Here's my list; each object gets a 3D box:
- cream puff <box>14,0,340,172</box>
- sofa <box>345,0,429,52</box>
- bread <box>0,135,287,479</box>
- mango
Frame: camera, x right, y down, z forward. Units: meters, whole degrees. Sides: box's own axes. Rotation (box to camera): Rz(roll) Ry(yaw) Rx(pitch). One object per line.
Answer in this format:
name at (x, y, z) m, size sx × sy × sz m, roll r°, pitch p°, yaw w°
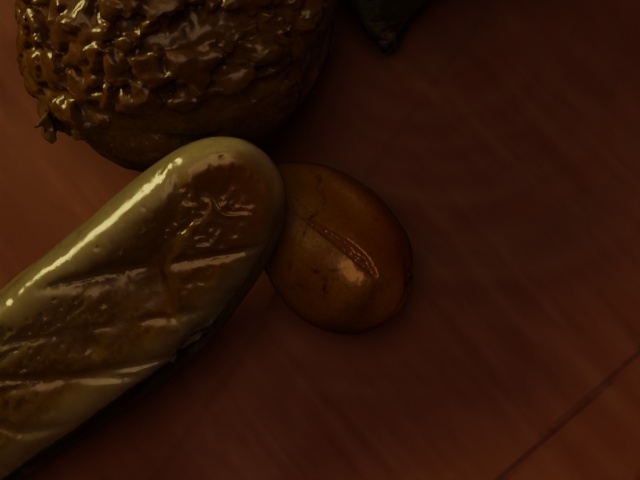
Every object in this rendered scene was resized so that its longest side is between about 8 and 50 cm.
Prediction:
cream puff at (-0.061, -0.096, 0.499) m, size 0.144 × 0.103 × 0.126 m, roll -15°, pitch 73°, yaw 11°
sofa at (0.079, -0.232, 0.524) m, size 0.225 × 0.176 × 0.210 m, roll -27°, pitch 73°, yaw -27°
bread at (-0.096, 0.037, 0.496) m, size 0.214 × 0.053 × 0.073 m, roll -40°, pitch 98°, yaw 10°
mango at (0.000, 0.000, 0.500) m, size 0.089 × 0.046 × 0.060 m, roll 40°, pitch 88°, yaw 21°
